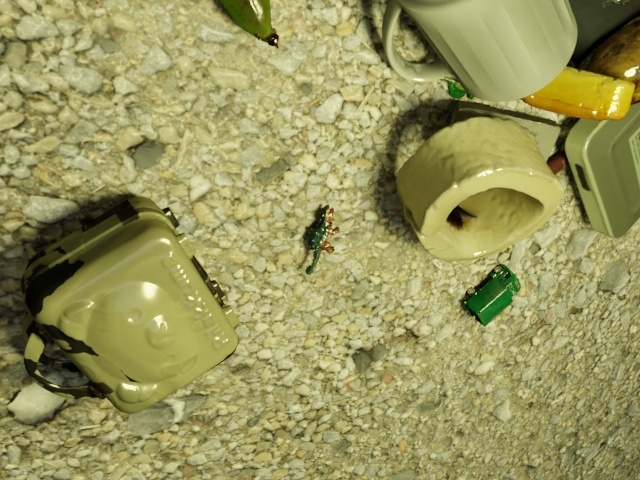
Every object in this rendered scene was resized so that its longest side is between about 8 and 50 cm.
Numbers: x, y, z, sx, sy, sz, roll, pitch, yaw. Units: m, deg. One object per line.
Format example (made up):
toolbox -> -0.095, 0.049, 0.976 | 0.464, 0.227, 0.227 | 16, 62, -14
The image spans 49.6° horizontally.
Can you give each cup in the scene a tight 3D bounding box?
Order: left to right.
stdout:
cup -> 0.238, -0.400, 1.178 | 0.323, 0.236, 0.327 | -20, 151, 27

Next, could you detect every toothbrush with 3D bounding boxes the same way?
toothbrush -> 0.550, -0.175, 1.627 | 0.364, 0.041, 0.040 | -33, 129, -16

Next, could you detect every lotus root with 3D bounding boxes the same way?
lotus root -> 0.665, -0.370, 1.461 | 0.314, 0.141, 0.169 | -29, 143, 6

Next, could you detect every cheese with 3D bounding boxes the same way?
cheese -> 0.308, -0.094, 1.385 | 0.292, 0.153, 0.332 | -35, 144, 27

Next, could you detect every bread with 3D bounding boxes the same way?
bread -> 0.503, -0.306, 1.409 | 0.102, 0.246, 0.094 | -28, 133, -62

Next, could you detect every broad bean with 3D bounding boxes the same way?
broad bean -> -0.153, -0.412, 1.056 | 0.077, 0.061, 0.339 | -39, 130, 10

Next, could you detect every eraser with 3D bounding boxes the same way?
eraser -> 0.387, -0.221, 1.480 | 0.353, 0.077, 0.111 | 4, 114, -33

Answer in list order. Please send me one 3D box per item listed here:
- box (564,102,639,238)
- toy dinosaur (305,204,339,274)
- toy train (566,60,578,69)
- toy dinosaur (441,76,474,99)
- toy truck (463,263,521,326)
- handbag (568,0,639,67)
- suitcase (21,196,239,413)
box -> 0.766, -0.234, 1.669 | 0.373, 0.090, 0.367 | -46, 131, -8
toy dinosaur -> 0.000, 0.000, 1.397 | 0.055, 0.049, 0.154 | 6, 108, -36
toy train -> 0.509, -0.365, 1.493 | 0.103, 0.044, 0.064 | 18, 117, -37
toy dinosaur -> 0.278, -0.312, 1.398 | 0.120, 0.029, 0.060 | -1, 134, -28
toy truck -> 0.425, 0.130, 1.710 | 0.147, 0.079, 0.065 | -41, 129, -6
handbag -> 0.574, -0.505, 1.419 | 0.211, 0.088, 0.254 | -39, 133, 8
suitcase -> -0.338, 0.139, 1.187 | 0.339, 0.194, 0.351 | -31, 128, -9
